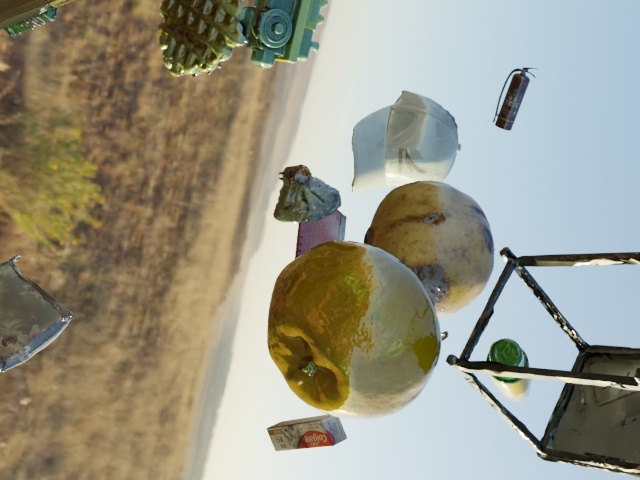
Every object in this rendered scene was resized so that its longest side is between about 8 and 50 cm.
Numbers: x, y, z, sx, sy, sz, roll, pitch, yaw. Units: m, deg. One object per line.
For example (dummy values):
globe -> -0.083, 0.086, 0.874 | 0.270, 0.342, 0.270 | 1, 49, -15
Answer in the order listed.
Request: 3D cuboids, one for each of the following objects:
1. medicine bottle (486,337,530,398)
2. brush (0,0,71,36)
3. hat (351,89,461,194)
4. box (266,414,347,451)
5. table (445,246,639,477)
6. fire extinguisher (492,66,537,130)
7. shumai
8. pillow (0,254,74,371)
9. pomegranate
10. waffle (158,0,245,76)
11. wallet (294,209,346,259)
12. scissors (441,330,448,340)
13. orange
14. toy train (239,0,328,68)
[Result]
medicine bottle -> 0.334, 0.224, 1.633 | 0.111, 0.076, 0.309 | 67, 7, 19
brush -> -0.374, -0.337, 1.281 | 0.282, 0.048, 0.054 | -6, -109, 43
hat -> 0.204, -0.217, 2.299 | 0.168, 0.301, 0.258 | 24, -52, 43
box -> -0.029, 0.363, 1.725 | 0.218, 0.039, 0.055 | -23, -93, 56
table -> 0.415, 0.172, 1.305 | 0.335, 0.272, 0.222 | -5, -134, 53
fire extinguisher -> 0.457, -0.341, 2.162 | 0.043, 0.064, 0.158 | -32, 143, -61
shumai -> -0.027, -0.086, 1.560 | 0.099, 0.123, 0.087 | 18, -57, 46
pillow -> -0.542, 0.131, 1.597 | 0.169, 0.255, 0.059 | -38, 135, -21
pomegranate -> 0.211, 0.025, 1.806 | 0.281, 0.281, 0.281 | -167, -90, -86
waffle -> -0.189, -0.362, 1.446 | 0.214, 0.054, 0.208 | -19, -104, 44
wallet -> 0.000, 0.000, 1.646 | 0.020, 0.103, 0.197 | -41, -152, 36
scissors -> 0.216, 0.238, 2.030 | 0.020, 0.133, 0.187 | -24, 157, -46
orange -> 0.045, 0.137, 1.371 | 0.235, 0.279, 0.279 | -39, 162, -30
toy train -> -0.056, -0.558, 2.053 | 0.150, 0.237, 0.369 | 21, -80, 50
